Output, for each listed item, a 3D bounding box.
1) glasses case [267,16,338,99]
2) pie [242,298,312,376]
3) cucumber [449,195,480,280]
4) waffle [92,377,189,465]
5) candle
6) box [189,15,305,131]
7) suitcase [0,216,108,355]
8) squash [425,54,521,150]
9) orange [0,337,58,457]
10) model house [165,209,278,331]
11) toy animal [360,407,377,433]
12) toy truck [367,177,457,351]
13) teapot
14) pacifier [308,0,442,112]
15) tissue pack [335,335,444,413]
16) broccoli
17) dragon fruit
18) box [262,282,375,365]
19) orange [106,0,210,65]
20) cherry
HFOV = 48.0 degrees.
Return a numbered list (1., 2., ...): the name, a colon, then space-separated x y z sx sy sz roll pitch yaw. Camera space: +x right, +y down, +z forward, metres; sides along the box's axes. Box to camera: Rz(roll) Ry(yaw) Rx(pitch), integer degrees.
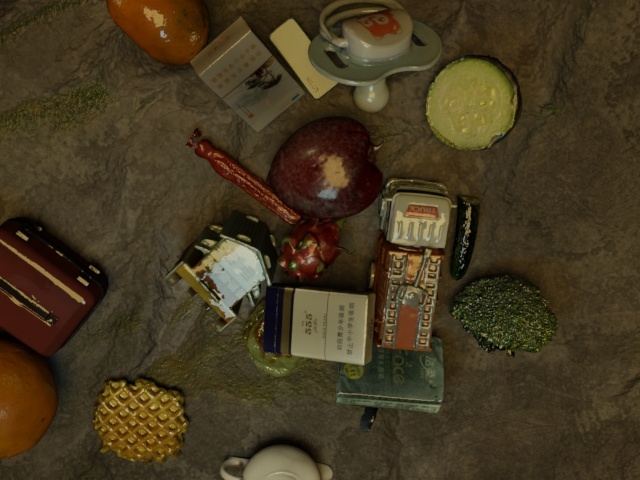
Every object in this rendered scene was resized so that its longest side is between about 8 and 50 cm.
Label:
1. glasses case: -0.036 -0.415 1.643 0.078 0.039 0.184 -37 102 9
2. pie: -0.078 0.226 1.788 0.248 0.090 0.201 -41 99 7
3. cucumber: 0.348 -0.002 1.746 0.058 0.052 0.214 10 106 18
4. waffle: -0.470 0.474 1.876 0.254 0.052 0.245 9 106 -3
5. candle: -0.180 -0.143 1.713 0.329 0.048 0.051 38 143 -9
6. box: -0.155 -0.357 1.579 0.149 0.067 0.233 -36 143 10
7. suitcase: -0.688 0.110 1.722 0.297 0.161 0.236 38 103 -10
8. squash: 0.352 -0.317 1.651 0.220 0.133 0.220 4 105 16
9. orange: -0.794 0.379 1.725 0.312 0.312 0.312 0 105 0
10. model house: -0.212 0.057 1.674 0.215 0.224 0.198 -43 100 11
11. toy animal: 0.152 0.389 1.825 0.062 0.108 0.220 33 71 -7
12. toy truck: 0.209 0.059 1.681 0.174 0.207 0.387 5 104 -1
13. teapot: -0.113 0.621 1.870 0.298 0.139 0.204 13 106 -6
14. pacifier: 0.112 -0.392 1.593 0.300 0.244 0.233 -18 137 -18
15. tissue pack: 0.169 0.319 1.767 0.257 0.185 0.081 5 144 -1
16. broccoli: 0.438 0.181 1.736 0.226 0.197 0.176 -20 142 33
17. dragon fruit: 0.002 0.003 1.714 0.236 0.135 0.137 -35 97 -10
18. box: -0.007 0.192 1.674 0.259 0.071 0.168 5 93 21
19. orange: -0.338 -0.486 1.527 0.171 0.240 0.240 -44 100 5
20. cherry: 0.012 -0.159 1.632 0.301 0.203 0.230 -12 107 18
